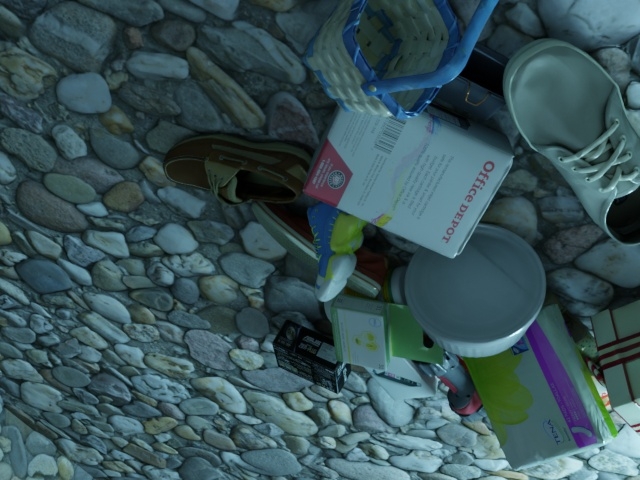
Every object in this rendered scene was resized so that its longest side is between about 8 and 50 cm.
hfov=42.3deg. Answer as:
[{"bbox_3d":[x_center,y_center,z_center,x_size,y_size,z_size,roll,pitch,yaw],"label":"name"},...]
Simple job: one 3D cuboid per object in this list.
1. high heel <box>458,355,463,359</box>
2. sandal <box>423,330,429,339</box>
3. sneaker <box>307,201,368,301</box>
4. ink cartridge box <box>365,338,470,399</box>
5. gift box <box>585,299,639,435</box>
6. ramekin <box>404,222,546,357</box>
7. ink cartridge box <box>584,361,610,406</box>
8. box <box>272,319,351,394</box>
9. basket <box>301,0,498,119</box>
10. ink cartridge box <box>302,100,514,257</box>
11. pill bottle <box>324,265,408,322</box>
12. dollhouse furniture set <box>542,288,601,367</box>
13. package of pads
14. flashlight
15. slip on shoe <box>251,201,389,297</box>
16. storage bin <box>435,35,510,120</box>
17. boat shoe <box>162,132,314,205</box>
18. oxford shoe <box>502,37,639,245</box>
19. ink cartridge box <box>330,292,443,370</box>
[{"bbox_3d":[0.405,0.211,1.893,0.261,0.093,0.186,37,111,4],"label":"high heel"},{"bbox_3d":[0.241,0.175,1.879,0.265,0.076,0.102,-20,153,20],"label":"sandal"},{"bbox_3d":[0.018,0.000,1.684,0.126,0.240,0.091,23,172,22],"label":"sneaker"},{"bbox_3d":[0.222,0.288,2.039,0.239,0.060,0.275,-14,131,35],"label":"ink cartridge box"},{"bbox_3d":[0.699,0.249,1.663,0.258,0.276,0.255,-29,124,28],"label":"gift box"},{"bbox_3d":[0.308,0.108,1.649,0.273,0.273,0.127,6,151,15],"label":"ramekin"},{"bbox_3d":[0.577,0.341,1.795,0.179,0.045,0.145,34,125,-28],"label":"ink cartridge box"},{"bbox_3d":[-0.020,0.294,2.080,0.180,0.077,0.147,22,151,18],"label":"box"},{"bbox_3d":[0.137,-0.314,1.239,0.201,0.255,0.289,45,153,-26],"label":"basket"},{"bbox_3d":[0.152,-0.137,1.471,0.306,0.131,0.226,24,117,-7],"label":"ink cartridge box"},{"bbox_3d":[0.116,0.132,1.854,0.208,0.117,0.117,-16,129,35],"label":"pill bottle"},{"bbox_3d":[0.499,0.232,1.767,0.161,0.101,0.182,-44,118,4],"label":"dollhouse furniture set"},{"bbox_3d":[0.443,0.310,1.722,0.229,0.101,0.296,-31,77,36],"label":"package of pads"},{"bbox_3d":[0.305,0.329,1.961,0.304,0.103,0.103,44,176,-41],"label":"flashlight"},{"bbox_3d":[0.000,0.000,1.772,0.331,0.101,0.123,30,166,5],"label":"slip on shoe"},{"bbox_3d":[0.256,-0.257,1.379,0.135,0.098,0.091,24,151,-6],"label":"storage bin"},{"bbox_3d":[-0.171,-0.135,1.657,0.324,0.120,0.122,2,137,19],"label":"boat shoe"},{"bbox_3d":[0.451,-0.150,1.353,0.169,0.130,0.449,-35,123,13],"label":"oxford shoe"},{"bbox_3d":[0.144,0.208,1.788,0.235,0.056,0.171,10,131,20],"label":"ink cartridge box"}]
